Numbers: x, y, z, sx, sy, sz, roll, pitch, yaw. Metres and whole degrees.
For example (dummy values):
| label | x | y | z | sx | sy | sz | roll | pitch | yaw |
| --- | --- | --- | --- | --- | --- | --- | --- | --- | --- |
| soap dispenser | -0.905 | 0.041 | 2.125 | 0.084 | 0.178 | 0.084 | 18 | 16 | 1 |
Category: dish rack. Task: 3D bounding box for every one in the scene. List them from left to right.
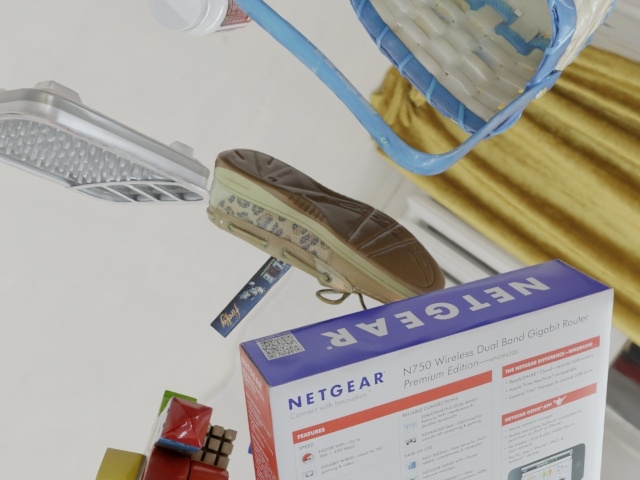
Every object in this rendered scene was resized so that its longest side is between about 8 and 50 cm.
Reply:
| label | x | y | z | sx | sy | sz | roll | pitch | yaw |
| --- | --- | --- | --- | --- | --- | --- | --- | --- | --- |
| dish rack | -0.332 | -0.131 | 1.081 | 0.333 | 0.285 | 0.072 | 23 | 74 | -49 |

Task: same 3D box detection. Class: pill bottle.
| label | x | y | z | sx | sy | sz | roll | pitch | yaw |
| --- | --- | --- | --- | --- | --- | --- | --- | --- | --- |
| pill bottle | -0.134 | -0.284 | 0.907 | 0.086 | 0.086 | 0.152 | -69 | 170 | 25 |

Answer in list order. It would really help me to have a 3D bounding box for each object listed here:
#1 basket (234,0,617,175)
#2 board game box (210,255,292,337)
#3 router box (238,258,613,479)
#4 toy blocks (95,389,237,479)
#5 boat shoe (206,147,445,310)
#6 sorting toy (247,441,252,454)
| label | x | y | z | sx | sy | sz | roll | pitch | yaw |
| --- | --- | --- | --- | --- | --- | --- | --- | --- | --- |
| basket | 0.099 | -0.207 | 0.671 | 0.289 | 0.255 | 0.201 | -36 | 164 | -23 |
| board game box | -0.099 | 0.067 | 1.487 | 0.243 | 0.042 | 0.165 | -47 | -179 | 32 |
| router box | 0.109 | 0.201 | 0.728 | 0.335 | 0.082 | 0.301 | -12 | 113 | -19 |
| toy blocks | -0.186 | 0.350 | 0.908 | 0.261 | 0.191 | 0.381 | 131 | -23 | -64 |
| boat shoe | 0.000 | 0.000 | 0.821 | 0.104 | 0.285 | 0.089 | -21 | 138 | -53 |
| sorting toy | 0.071 | 0.302 | 1.113 | 0.347 | 0.047 | 0.196 | 1 | 115 | 0 |
